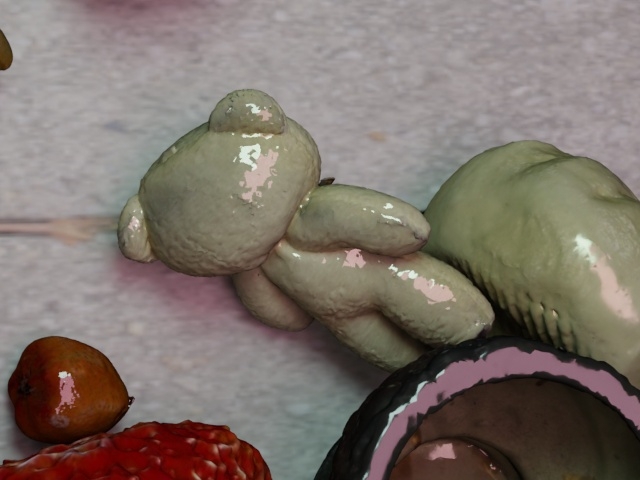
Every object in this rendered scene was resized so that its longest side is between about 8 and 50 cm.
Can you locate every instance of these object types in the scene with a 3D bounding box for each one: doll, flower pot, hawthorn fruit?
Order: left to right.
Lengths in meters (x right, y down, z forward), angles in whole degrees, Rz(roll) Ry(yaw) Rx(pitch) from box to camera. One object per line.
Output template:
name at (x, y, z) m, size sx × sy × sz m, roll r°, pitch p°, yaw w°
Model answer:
hawthorn fruit at (-0.179, 0.111, 1.431) m, size 0.093 × 0.081 × 0.081 m, roll 8°, pitch 86°, yaw -36°
doll at (-0.002, 0.002, 1.466) m, size 0.278 × 0.149 × 0.175 m, roll 37°, pitch 110°, yaw -15°
flower pot at (0.108, 0.211, 1.435) m, size 0.266 × 0.267 × 0.267 m, roll 2°, pitch 82°, yaw -14°

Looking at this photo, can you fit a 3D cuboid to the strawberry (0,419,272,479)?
strawberry at (-0.161, 0.268, 1.361) m, size 0.291 × 0.310 × 0.292 m, roll 0°, pitch 106°, yaw 2°

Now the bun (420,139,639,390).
bun at (0.197, 0.034, 1.509) m, size 0.160 × 0.259 × 0.259 m, roll -39°, pitch 104°, yaw -20°

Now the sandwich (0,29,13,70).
sandwich at (-0.318, -0.187, 1.333) m, size 0.236 × 0.122 × 0.128 m, roll 58°, pitch 34°, yaw -18°
